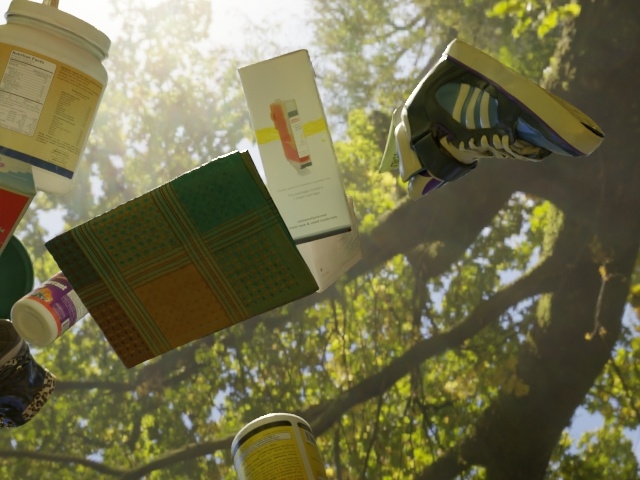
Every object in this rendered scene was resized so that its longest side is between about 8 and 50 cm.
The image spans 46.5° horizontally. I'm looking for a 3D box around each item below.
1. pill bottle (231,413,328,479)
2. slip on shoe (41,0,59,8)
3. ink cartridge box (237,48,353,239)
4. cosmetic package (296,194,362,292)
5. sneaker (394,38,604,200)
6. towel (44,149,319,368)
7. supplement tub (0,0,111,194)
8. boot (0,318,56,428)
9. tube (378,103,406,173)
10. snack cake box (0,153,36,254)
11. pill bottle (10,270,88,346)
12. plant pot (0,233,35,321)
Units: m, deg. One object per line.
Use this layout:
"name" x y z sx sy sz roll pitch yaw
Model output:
"pill bottle" -0.067 0.543 1.549 0.188 0.187 0.334 -10 -142 -12
"slip on shoe" -0.553 -0.526 1.562 0.041 0.135 0.051 18 -176 -22
"ink cartridge box" -0.048 -0.193 1.668 0.161 0.384 0.279 -14 177 3
"cosmetic package" 0.000 0.000 2.263 0.138 0.224 0.224 10 -145 37
"sneaker" 0.229 -0.132 1.077 0.130 0.236 0.323 16 -156 -38
"towel" -0.224 0.038 1.226 0.370 0.271 0.040 -24 -161 9
"supplement tub" -0.535 -0.263 1.398 0.228 0.316 0.228 17 175 2
"boot" -0.809 0.374 1.724 0.138 0.284 0.377 37 -111 25
"tube" 0.160 -0.180 1.409 0.070 0.240 0.062 24 -104 7
"snack cake box" -0.559 -0.073 1.039 0.264 0.152 0.089 21 -154 -38
"pill bottle" -0.541 0.127 1.561 0.108 0.108 0.193 12 -150 18
"plant pot" -0.971 0.107 2.049 0.196 0.293 0.293 -10 -155 40
